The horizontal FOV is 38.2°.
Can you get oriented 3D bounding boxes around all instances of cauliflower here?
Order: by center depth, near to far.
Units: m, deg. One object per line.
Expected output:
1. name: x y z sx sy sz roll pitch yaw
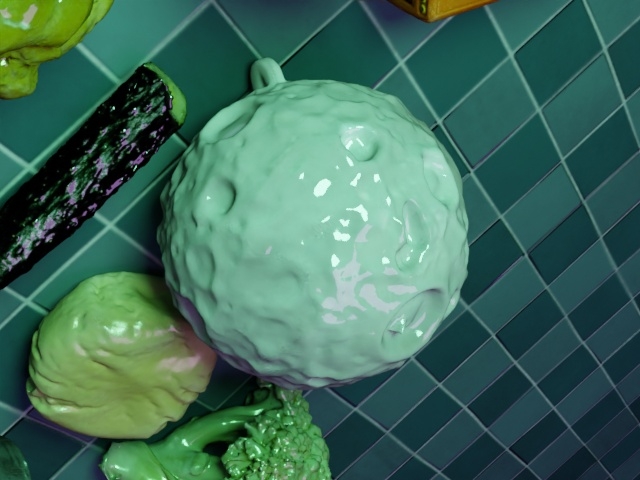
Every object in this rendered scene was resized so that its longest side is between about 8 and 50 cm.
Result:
1. cauliflower: -0.117 0.334 1.275 0.327 0.281 0.260 -67 156 -16

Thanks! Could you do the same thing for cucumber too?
1. cucumber: -0.253 -0.053 0.932 0.303 0.081 0.072 -43 96 9

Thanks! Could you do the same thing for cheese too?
1. cheese: -0.234 0.142 1.091 0.226 0.117 0.214 8 124 -35

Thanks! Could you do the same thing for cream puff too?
1. cream puff: -0.276 -0.192 0.725 0.221 0.194 0.194 -2 126 -30

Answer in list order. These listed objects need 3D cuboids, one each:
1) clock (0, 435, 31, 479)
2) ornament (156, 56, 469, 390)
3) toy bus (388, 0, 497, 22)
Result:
1. clock: -0.409 0.349 1.011 0.055 0.280 0.280 23 109 -39
2. ornament: 0.000 0.000 0.989 0.337 0.337 0.337 -20 135 -22
3. toy bus: 0.214 -0.343 0.970 0.329 0.153 0.143 -22 134 -20
